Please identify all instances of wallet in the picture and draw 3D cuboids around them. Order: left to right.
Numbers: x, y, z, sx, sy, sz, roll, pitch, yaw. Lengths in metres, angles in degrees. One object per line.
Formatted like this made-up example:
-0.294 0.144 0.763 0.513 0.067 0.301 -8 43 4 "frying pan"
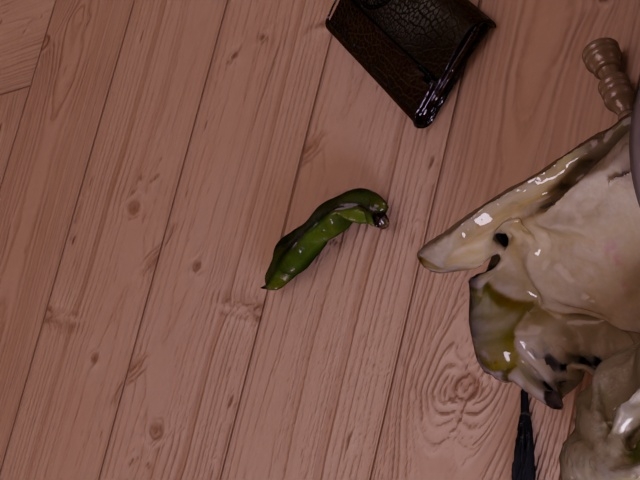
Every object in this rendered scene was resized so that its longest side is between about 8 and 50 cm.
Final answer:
0.087 -0.227 1.870 0.133 0.039 0.243 -55 35 15 "wallet"

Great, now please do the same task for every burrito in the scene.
0.250 -0.007 1.416 0.332 0.190 0.135 -33 9 36 "burrito"

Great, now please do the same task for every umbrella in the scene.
0.168 0.243 1.479 0.044 0.044 0.269 94 179 -51 "umbrella"

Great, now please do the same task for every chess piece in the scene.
0.261 -0.136 1.579 0.035 0.035 0.092 -42 44 32 "chess piece"

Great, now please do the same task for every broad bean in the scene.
0.002 -0.008 1.847 0.195 0.046 0.061 -28 46 41 "broad bean"

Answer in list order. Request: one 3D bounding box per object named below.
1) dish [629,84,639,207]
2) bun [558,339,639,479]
0.345 -0.076 1.198 0.273 0.134 0.273 -2 82 11 "dish"
0.269 0.172 1.266 0.259 0.160 0.259 -30 50 44 "bun"
